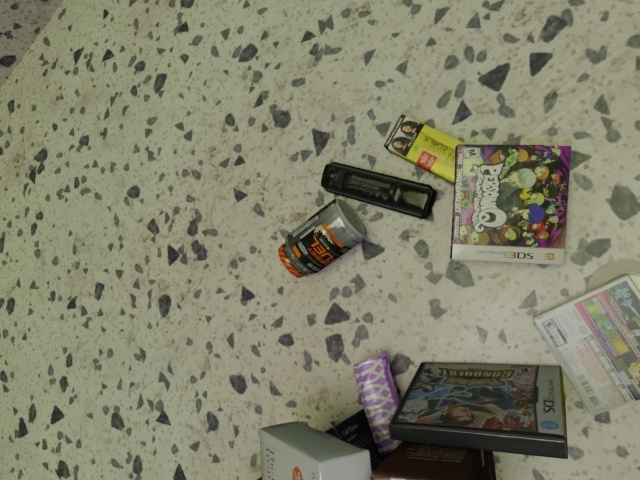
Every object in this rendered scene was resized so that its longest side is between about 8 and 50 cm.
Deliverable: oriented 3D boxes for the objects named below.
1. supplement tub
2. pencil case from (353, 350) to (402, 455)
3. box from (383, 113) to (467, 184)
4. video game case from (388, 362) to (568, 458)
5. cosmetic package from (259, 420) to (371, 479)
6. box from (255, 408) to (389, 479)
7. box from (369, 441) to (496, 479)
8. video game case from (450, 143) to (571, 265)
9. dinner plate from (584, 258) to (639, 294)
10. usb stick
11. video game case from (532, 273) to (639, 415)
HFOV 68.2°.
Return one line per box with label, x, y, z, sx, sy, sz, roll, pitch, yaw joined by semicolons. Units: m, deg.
supplement tub;0.000;0.000;1.104;0.190;0.117;0.117;-37;70;19
pencil case;0.136;0.349;1.004;0.088;0.086;0.206;-41;58;40
box;0.257;-0.185;1.024;0.232;0.058;0.087;34;99;24
video game case;0.290;0.291;0.857;0.275;0.248;0.035;-5;100;26
cosmetic package;-0.006;0.524;0.788;0.284;0.098;0.376;-22;71;60
box;0.026;0.595;1.000;0.343;0.179;0.312;-40;70;17
box;0.213;0.436;0.806;0.143;0.381;0.191;-8;82;26
video game case;0.367;-0.071;0.925;0.210;0.042;0.231;3;94;10
dinner plate;0.566;0.104;0.866;0.141;0.017;0.141;-3;84;25
usb stick;0.128;-0.119;1.091;0.278;0.045;0.077;19;101;27
video game case;0.527;0.192;0.861;0.183;0.023;0.201;-34;74;26
